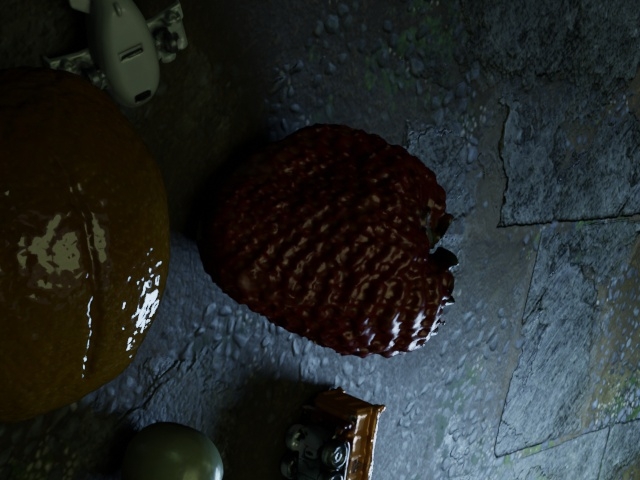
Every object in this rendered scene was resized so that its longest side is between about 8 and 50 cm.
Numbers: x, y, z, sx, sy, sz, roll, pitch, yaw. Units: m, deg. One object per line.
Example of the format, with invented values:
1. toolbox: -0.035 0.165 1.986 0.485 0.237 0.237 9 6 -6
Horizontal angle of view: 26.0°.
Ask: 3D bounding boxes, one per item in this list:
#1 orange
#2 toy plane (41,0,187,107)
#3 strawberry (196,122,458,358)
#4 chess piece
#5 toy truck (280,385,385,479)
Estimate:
1. orange: -0.304 0.011 1.386 0.322 0.322 0.357 -33 138 -40
2. toy plane: -0.229 -0.228 1.562 0.174 0.080 0.174 -18 125 -27
3. strawberry: 0.000 0.000 1.850 0.351 0.267 0.312 6 73 -24
4. chess piece: -0.217 0.397 1.779 0.182 0.182 0.330 34 67 -53
5. toy truck: 0.012 0.370 2.121 0.135 0.114 0.270 -4 107 -46
